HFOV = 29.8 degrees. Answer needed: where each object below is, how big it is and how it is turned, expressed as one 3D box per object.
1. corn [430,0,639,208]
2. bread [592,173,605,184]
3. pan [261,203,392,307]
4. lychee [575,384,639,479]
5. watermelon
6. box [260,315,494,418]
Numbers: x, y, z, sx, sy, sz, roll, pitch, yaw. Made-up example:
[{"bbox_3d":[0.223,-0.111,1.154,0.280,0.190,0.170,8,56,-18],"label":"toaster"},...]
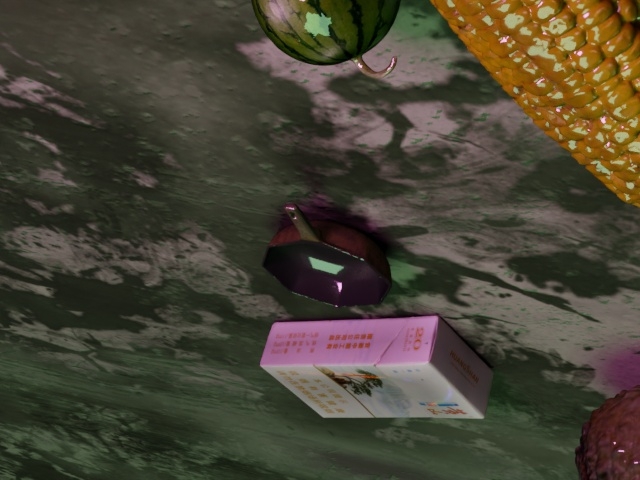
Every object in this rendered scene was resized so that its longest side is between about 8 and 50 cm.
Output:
[{"bbox_3d":[0.127,-0.143,0.689,0.119,0.119,0.322,-15,126,46],"label":"corn"},{"bbox_3d":[0.284,-0.102,0.777,0.139,0.077,0.271,21,153,-11],"label":"bread"},{"bbox_3d":[0.016,0.004,1.166,0.128,0.048,0.202,16,156,-5],"label":"pan"},{"bbox_3d":[0.403,0.252,1.263,0.274,0.255,0.255,-37,131,19],"label":"lychee"},{"bbox_3d":[0.005,-0.158,0.782,0.109,0.109,0.109,12,154,6],"label":"watermelon"},{"bbox_3d":[0.067,0.152,1.414,0.233,0.067,0.149,-6,148,35],"label":"box"}]
